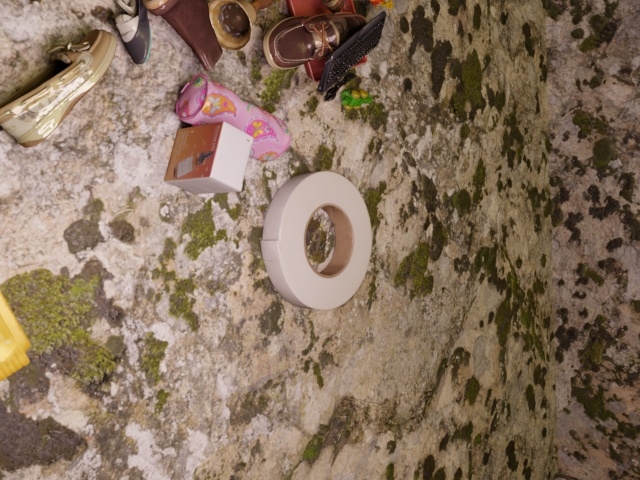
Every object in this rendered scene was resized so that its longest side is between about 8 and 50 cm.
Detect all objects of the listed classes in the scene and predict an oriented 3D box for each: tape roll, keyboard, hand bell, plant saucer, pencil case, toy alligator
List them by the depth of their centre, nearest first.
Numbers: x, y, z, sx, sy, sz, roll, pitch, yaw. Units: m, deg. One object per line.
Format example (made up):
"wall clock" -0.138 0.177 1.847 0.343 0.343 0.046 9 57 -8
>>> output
"pencil case" -0.200 -0.283 1.448 0.284 0.124 0.124 20 76 -47
"hand bell" -0.168 -0.569 1.501 0.242 0.126 0.126 -55 129 -46
"keyboard" 0.083 -0.487 1.672 0.317 0.033 0.201 -49 169 -38
"tape roll" 0.000 0.000 1.702 0.392 0.072 0.391 -2 93 -48
"plant saucer" 0.012 -0.597 1.719 0.259 0.048 0.258 -34 115 -41
"toy alligator" 0.115 -0.431 1.835 0.190 0.056 0.051 -18 64 -46

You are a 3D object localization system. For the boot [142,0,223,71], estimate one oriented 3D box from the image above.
"boot" -0.279 -0.463 1.316 0.248 0.090 0.206 -84 154 -56

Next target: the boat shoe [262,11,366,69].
"boat shoe" -0.004 -0.528 1.576 0.342 0.123 0.123 -31 113 -43

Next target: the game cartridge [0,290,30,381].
"game cartridge" -0.650 0.158 0.943 0.324 0.053 0.285 -37 118 -39

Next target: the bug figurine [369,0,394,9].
"bug figurine" 0.124 -0.808 1.798 0.216 0.072 0.278 -42 117 -55

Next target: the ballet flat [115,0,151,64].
"ballet flat" -0.391 -0.468 1.267 0.074 0.074 0.203 11 77 -47

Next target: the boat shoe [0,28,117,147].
"boat shoe" -0.486 -0.304 1.140 0.089 0.105 0.285 49 58 -40

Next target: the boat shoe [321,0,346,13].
"boat shoe" 0.066 -0.708 1.686 0.060 0.064 0.177 36 80 -53

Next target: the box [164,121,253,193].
"box" -0.248 -0.179 1.353 0.091 0.171 0.130 24 73 -45
